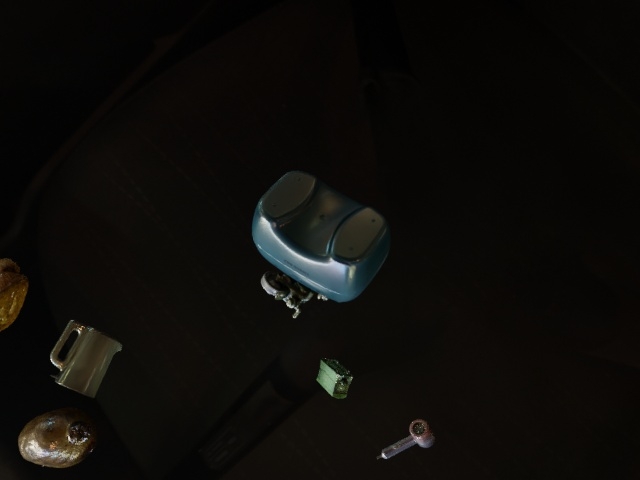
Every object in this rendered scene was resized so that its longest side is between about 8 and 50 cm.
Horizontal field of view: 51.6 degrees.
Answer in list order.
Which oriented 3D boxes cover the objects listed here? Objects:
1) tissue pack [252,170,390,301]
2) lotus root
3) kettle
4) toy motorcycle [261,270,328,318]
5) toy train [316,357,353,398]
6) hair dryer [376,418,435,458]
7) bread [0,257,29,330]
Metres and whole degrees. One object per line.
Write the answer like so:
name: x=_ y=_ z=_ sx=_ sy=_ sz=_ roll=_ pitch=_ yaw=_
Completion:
tissue pack: x=0.000 y=0.000 z=1.445 sx=0.287 sy=0.206 sz=0.198 roll=29 pitch=59 yaw=14
lotus root: x=-0.593 y=0.448 z=1.503 sx=0.260 sy=0.145 sz=0.129 roll=-28 pitch=56 yaw=42
kettle: x=-0.561 y=0.283 z=1.572 sx=0.126 sy=0.098 sz=0.148 roll=20 pitch=71 yaw=8
toy motorcycle: x=-0.009 y=0.078 z=1.718 sx=0.127 sy=0.275 sz=0.205 roll=51 pitch=123 yaw=24
toy train: x=0.026 y=0.268 z=1.296 sx=0.038 sy=0.093 sz=0.056 roll=12 pitch=98 yaw=-27
hair dryer: x=0.151 y=0.368 z=1.200 sx=0.114 sy=0.063 sz=0.037 roll=-29 pitch=53 yaw=3
bread: x=-0.848 y=0.156 z=1.676 sx=0.120 sy=0.236 sz=0.198 roll=29 pitch=113 yaw=2
